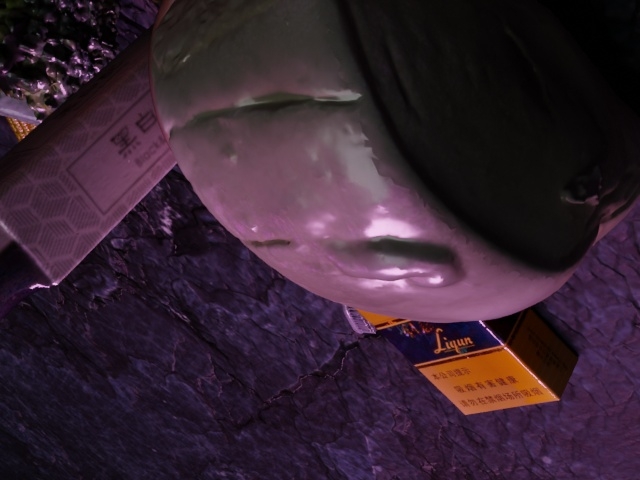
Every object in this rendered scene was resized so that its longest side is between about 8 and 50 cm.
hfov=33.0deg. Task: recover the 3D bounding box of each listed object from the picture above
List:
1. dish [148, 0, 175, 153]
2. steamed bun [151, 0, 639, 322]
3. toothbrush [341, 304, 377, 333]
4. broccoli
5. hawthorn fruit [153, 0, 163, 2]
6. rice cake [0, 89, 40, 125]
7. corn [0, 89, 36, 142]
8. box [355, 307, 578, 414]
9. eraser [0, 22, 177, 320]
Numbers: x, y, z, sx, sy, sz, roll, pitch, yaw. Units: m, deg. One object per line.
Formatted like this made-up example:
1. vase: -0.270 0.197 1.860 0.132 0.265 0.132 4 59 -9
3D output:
1. dish: -0.064 -0.147 0.935 0.090 0.213 0.213 16 147 55
2. steamed bun: 0.064 -0.055 0.815 0.383 0.236 0.247 30 150 -34
3. toothbrush: -0.002 0.000 1.224 0.031 0.023 0.321 -1 135 32
4. broccoli: -0.335 -0.240 1.122 0.304 0.165 0.145 28 -179 34
5. hawthorn fruit: -0.188 -0.296 0.851 0.205 0.205 0.253 0 142 42
6. rice cake: -0.257 -0.141 1.182 0.206 0.063 0.069 17 -177 -1
7. corn: -0.338 -0.148 1.290 0.068 0.068 0.207 19 148 23
8. box: 0.143 0.085 1.168 0.237 0.070 0.152 43 147 -18
9. eraser: -0.202 -0.072 0.951 0.098 0.404 0.096 -3 129 50
